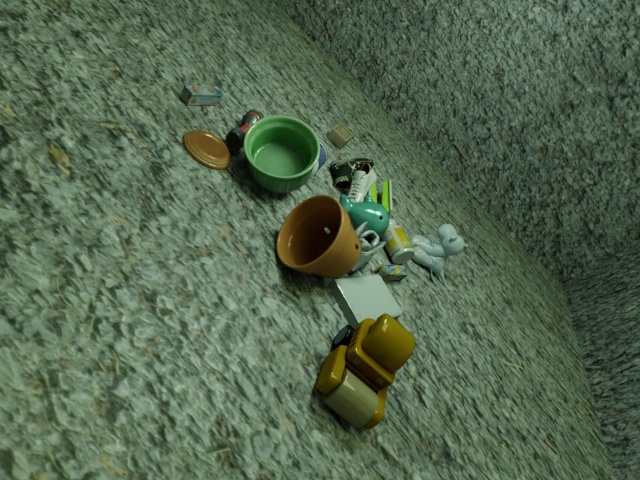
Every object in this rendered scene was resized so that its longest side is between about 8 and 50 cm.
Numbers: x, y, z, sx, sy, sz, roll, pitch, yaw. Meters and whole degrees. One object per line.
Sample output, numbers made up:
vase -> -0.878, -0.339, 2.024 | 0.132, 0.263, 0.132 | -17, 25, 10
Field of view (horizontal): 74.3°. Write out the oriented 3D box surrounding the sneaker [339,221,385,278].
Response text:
sneaker -> 0.182, 0.021, 1.749 | 0.137, 0.210, 0.365 | 48, 32, 5

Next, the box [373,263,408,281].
box -> 0.320, 0.146, 1.905 | 0.168, 0.059, 0.054 | 8, 48, -44

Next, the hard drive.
hard drive -> 0.185, 0.234, 1.674 | 0.307, 0.040, 0.203 | 0, 53, -49

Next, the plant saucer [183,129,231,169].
plant saucer -> -0.435, -0.361, 1.648 | 0.199, 0.037, 0.200 | 29, 36, -24

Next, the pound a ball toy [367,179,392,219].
pound a ball toy -> 0.262, -0.225, 2.227 | 0.207, 0.136, 0.319 | 8, 41, -1

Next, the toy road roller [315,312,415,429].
toy road roller -> 0.153, 0.371, 1.292 | 0.202, 0.240, 0.330 | 41, 32, -6

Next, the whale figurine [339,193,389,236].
whale figurine -> 0.202, -0.117, 1.951 | 0.271, 0.141, 0.217 | 28, 75, -24

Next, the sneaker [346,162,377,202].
sneaker -> 0.175, -0.265, 2.075 | 0.290, 0.105, 0.123 | -60, 138, -29

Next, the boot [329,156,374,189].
boot -> 0.172, -0.347, 2.198 | 0.236, 0.085, 0.179 | -5, 49, 0

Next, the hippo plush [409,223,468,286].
hippo plush -> 0.614, 0.035, 2.196 | 0.234, 0.236, 0.295 | 19, 40, -36

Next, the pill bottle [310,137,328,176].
pill bottle -> -0.067, -0.377, 1.972 | 0.153, 0.153, 0.265 | 41, 32, -6

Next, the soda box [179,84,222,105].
soda box -> -0.517, -0.627, 1.829 | 0.058, 0.063, 0.183 | 49, 32, 7

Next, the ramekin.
ramekin -> -0.161, -0.343, 1.723 | 0.302, 0.148, 0.304 | 4, 65, -8

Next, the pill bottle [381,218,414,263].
pill bottle -> 0.368, 0.001, 2.071 | 0.117, 0.117, 0.209 | 11, 45, -42

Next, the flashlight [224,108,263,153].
flashlight -> -0.328, -0.485, 1.839 | 0.103, 0.103, 0.304 | 54, 25, -19

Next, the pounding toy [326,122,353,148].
pounding toy -> 0.125, -0.615, 2.532 | 0.130, 0.100, 0.141 | 43, 43, -1

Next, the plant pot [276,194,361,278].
plant pot -> 0.012, 0.009, 1.540 | 0.203, 0.290, 0.291 | 39, 28, -43
